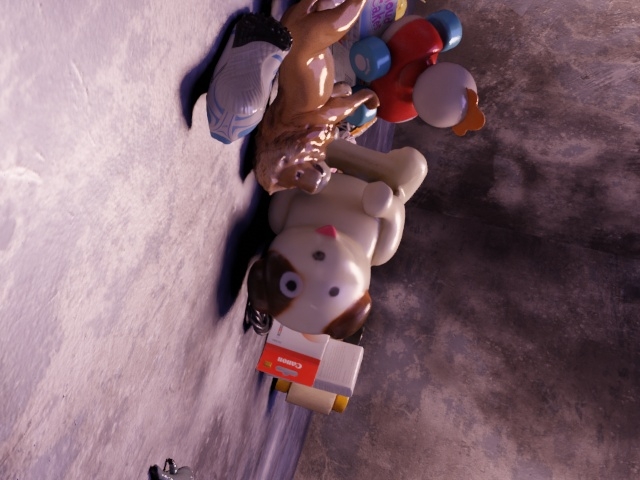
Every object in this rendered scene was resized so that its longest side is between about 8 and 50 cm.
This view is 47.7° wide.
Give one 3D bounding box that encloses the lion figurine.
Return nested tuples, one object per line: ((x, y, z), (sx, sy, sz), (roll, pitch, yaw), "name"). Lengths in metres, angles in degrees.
((-0.016, -0.269, 1.158), (0.240, 0.142, 0.392), (-29, 135, -29), "lion figurine")

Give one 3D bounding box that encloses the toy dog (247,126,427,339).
((0.000, 0.000, 1.409), (0.395, 0.284, 0.408), (-58, -173, 36), "toy dog")

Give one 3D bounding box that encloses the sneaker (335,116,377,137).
((0.066, -0.304, 1.937), (0.084, 0.083, 0.215), (-36, -175, 43), "sneaker")

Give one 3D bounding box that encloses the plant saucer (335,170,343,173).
((0.047, -0.090, 2.131), (0.278, 0.041, 0.278), (4, 90, -76), "plant saucer")

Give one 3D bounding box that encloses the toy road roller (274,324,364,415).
((-0.010, 0.374, 2.146), (0.240, 0.202, 0.329), (111, -2, -51), "toy road roller")

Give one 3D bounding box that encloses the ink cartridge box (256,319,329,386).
((-0.060, 0.248, 1.750), (0.045, 0.145, 0.179), (103, 7, -51), "ink cartridge box")

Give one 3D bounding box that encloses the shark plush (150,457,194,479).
((-0.244, 0.382, 1.157), (0.161, 0.073, 0.067), (49, 32, -55), "shark plush")

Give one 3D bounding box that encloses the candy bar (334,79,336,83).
((0.020, -0.361, 1.713), (0.040, 0.018, 0.161), (96, 12, -46), "candy bar")

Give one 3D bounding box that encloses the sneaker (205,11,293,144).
((-0.099, -0.223, 0.964), (0.086, 0.085, 0.237), (-47, -160, 45), "sneaker")

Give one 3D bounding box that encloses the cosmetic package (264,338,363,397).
((-0.018, 0.302, 1.810), (0.085, 0.231, 0.117), (88, 18, -61), "cosmetic package")

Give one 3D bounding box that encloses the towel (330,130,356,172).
((0.039, -0.205, 1.848), (0.144, 0.029, 0.197), (-46, 173, 4), "towel")

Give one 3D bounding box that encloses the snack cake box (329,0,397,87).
((0.054, -0.412, 1.320), (0.089, 0.152, 0.264), (-32, 154, -19), "snack cake box")

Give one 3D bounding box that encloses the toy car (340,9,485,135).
((0.196, -0.261, 1.301), (0.219, 0.238, 0.210), (-27, 152, -28), "toy car")

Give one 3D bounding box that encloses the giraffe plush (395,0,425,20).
((0.097, -0.489, 1.568), (0.170, 0.210, 0.181), (-53, 139, 2), "giraffe plush")

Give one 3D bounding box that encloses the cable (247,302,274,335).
((-0.114, 0.102, 1.518), (0.150, 0.047, 0.184), (-32, 132, -67), "cable")
